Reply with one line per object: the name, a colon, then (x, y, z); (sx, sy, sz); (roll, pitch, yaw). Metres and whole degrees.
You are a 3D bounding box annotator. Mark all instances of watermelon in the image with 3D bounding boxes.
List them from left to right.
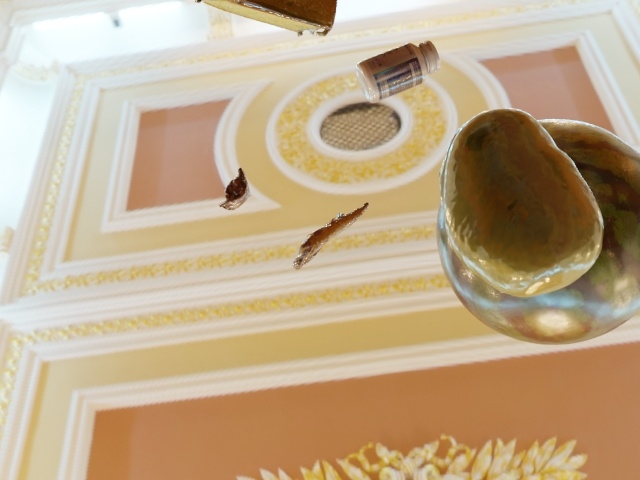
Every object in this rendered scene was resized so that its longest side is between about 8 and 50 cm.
watermelon: (0.287, -0.012, 0.960); (0.285, 0.285, 0.285); (-6, -131, 6)

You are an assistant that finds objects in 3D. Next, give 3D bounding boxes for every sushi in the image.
sushi: (-0.175, -0.105, 1.625); (0.050, 0.047, 0.099); (1, -124, 25)

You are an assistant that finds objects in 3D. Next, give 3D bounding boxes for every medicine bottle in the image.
medicine bottle: (0.192, -0.419, 1.901); (0.191, 0.107, 0.107); (-23, -131, -5)

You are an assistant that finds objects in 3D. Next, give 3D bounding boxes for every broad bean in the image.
broad bean: (0.159, -0.036, 0.656); (0.124, 0.082, 0.174); (-33, -131, 29)

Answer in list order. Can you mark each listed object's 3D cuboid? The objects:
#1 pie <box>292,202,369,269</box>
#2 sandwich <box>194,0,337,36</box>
pie: (0.000, 0.000, 1.228); (0.033, 0.088, 0.191); (45, -132, 6)
sandwich: (-0.097, -0.433, 1.320); (0.236, 0.128, 0.122); (8, 179, -30)
